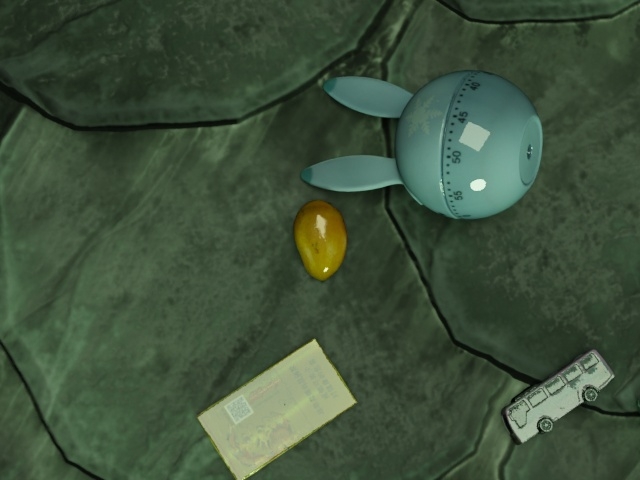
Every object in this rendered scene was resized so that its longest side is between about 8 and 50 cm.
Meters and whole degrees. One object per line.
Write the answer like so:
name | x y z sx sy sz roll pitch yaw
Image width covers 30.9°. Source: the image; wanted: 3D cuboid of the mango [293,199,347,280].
mango | 0.000 0.000 1.277 0.060 0.046 0.089 -1 94 0

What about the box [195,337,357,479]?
box | -0.047 0.183 1.256 0.156 0.022 0.089 -35 83 -7

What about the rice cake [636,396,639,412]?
rice cake | 0.401 0.246 1.243 0.069 0.063 0.206 -22 81 0

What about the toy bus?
toy bus | 0.257 0.170 1.263 0.130 0.037 0.052 -33 82 -8

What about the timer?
timer | 0.124 -0.101 1.264 0.175 0.255 0.175 0 90 -40
